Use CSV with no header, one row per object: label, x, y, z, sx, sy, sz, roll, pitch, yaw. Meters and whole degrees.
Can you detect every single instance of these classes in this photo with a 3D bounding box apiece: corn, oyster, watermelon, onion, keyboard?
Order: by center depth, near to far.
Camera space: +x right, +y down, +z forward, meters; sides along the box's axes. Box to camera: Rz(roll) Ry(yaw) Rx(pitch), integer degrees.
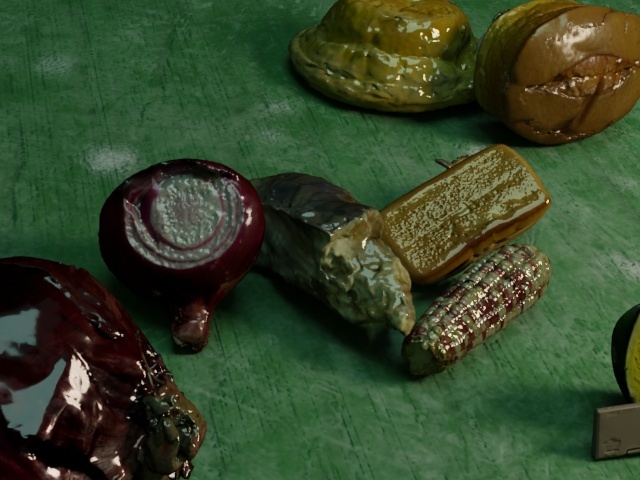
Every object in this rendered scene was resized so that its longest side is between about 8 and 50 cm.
onion,-0.251,0.136,0.957,0.280,0.221,0.281,9,35,-7
keyboard,0.340,0.178,1.194,0.165,0.055,0.017,-6,15,-14
watermelon,0.345,0.146,1.211,0.181,0.092,0.075,36,46,-23
onion,-0.138,0.020,1.275,0.173,0.198,0.135,-5,-8,6
corn,0.166,0.074,1.302,0.079,0.080,0.237,27,40,26
oyster,-0.002,-0.004,1.338,0.166,0.110,0.341,0,20,-24

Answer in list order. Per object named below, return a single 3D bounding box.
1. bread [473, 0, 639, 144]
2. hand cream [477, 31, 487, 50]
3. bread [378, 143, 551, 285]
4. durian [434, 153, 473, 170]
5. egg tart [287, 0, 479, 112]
bread,0.343,-0.239,1.718,0.269,0.195,0.142,-12,28,-34
hand cream,0.294,-0.254,1.809,0.174,0.047,0.076,28,13,-46
bread,0.161,-0.024,1.402,0.200,0.077,0.116,-30,62,-10
durian,0.193,-0.053,1.500,0.140,0.071,0.110,26,39,-4
egg tart,0.113,-0.297,1.807,0.318,0.128,0.319,6,31,-3
